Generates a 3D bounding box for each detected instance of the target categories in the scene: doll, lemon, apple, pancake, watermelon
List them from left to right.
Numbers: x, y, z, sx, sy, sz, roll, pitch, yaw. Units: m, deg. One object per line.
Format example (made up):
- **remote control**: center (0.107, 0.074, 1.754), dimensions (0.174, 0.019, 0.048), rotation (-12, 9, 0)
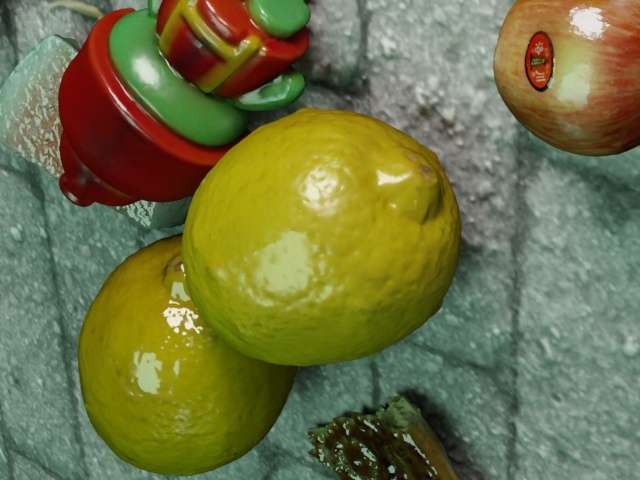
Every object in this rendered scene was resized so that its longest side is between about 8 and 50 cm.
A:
- **watermelon**: center (-0.225, -0.105, 1.629), dimensions (0.241, 0.094, 0.154), rotation (44, 129, 10)
- **doll**: center (-0.155, -0.129, 1.451), dimensions (0.182, 0.160, 0.363), rotation (44, 135, -6)
- **lemon**: center (-0.136, 0.119, 1.575), dimensions (0.236, 0.236, 0.263), rotation (55, 142, -1)
- **lemon**: center (0.000, 0.000, 1.363), dimensions (0.288, 0.233, 0.233), rotation (-27, 97, 41)
- **pancake**: center (0.076, 0.269, 1.610), dimensions (0.244, 0.057, 0.266), rotation (15, 128, 38)
- **apple**: center (0.199, -0.136, 1.139), dimensions (0.131, 0.146, 0.146), rotation (12, 125, 33)
